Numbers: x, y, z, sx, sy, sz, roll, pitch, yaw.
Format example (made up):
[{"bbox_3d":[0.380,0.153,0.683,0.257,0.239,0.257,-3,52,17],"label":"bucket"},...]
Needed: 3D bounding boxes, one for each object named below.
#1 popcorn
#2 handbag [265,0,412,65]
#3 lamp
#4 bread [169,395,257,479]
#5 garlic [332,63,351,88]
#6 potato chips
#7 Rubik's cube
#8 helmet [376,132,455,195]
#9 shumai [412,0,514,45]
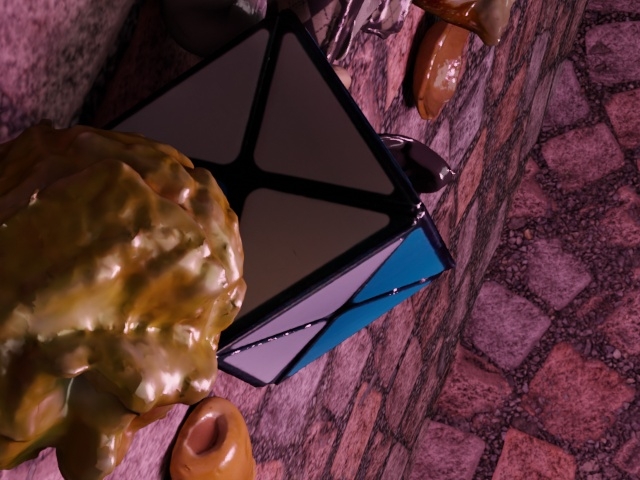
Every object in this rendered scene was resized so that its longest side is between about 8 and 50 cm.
[{"bbox_3d":[-0.182,0.039,0.894,0.247,0.282,0.282,46,53,-23],"label":"popcorn"},{"bbox_3d":[0.045,-0.350,1.406,0.416,0.180,0.317,-51,162,-60],"label":"handbag"},{"bbox_3d":[-0.103,-0.228,1.149,0.105,0.105,0.105,18,90,-73],"label":"lamp"},{"bbox_3d":[-0.139,0.301,1.607,0.173,0.085,0.134,85,28,-53],"label":"bread"},{"bbox_3d":[0.017,-0.214,1.647,0.053,0.041,0.083,-57,166,-25],"label":"garlic"},{"bbox_3d":[0.201,-0.307,2.078,0.195,0.062,0.208,-68,165,5],"label":"potato chips"},{"bbox_3d":[-0.046,-0.028,1.150,0.246,0.250,0.248,-34,164,4],"label":"Rubik's cube"},{"bbox_3d":[0.078,-0.054,1.731,0.189,0.193,0.216,-56,144,-33],"label":"helmet"},{"bbox_3d":[0.249,-0.456,1.694,0.323,0.324,0.397,-57,-171,15],"label":"shumai"}]
